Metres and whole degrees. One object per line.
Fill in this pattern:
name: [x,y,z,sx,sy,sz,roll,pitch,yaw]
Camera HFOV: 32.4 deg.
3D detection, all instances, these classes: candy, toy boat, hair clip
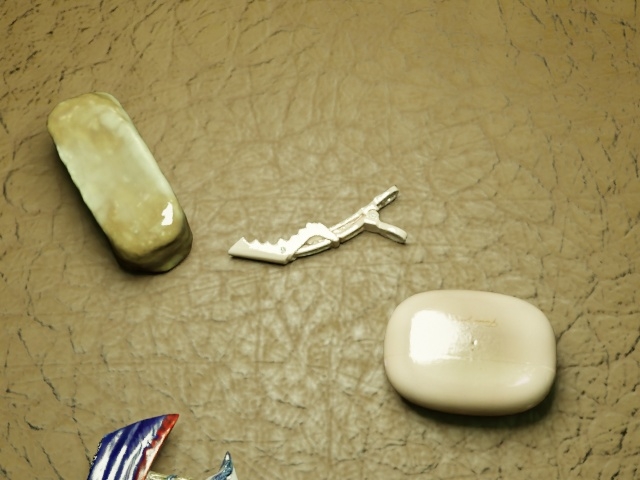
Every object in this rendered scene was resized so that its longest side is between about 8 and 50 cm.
candy: [-0.246,-0.072,1.348,0.102,0.104,0.234,-28,72,-9]
toy boat: [-0.145,0.346,1.231,0.318,0.072,0.219,41,74,4]
hair clip: [0.000,0.000,1.354,0.226,0.034,0.072,-19,72,-4]

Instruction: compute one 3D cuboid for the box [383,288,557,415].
box: [0.173,0.129,1.274,0.200,0.088,0.146,5,69,4]
